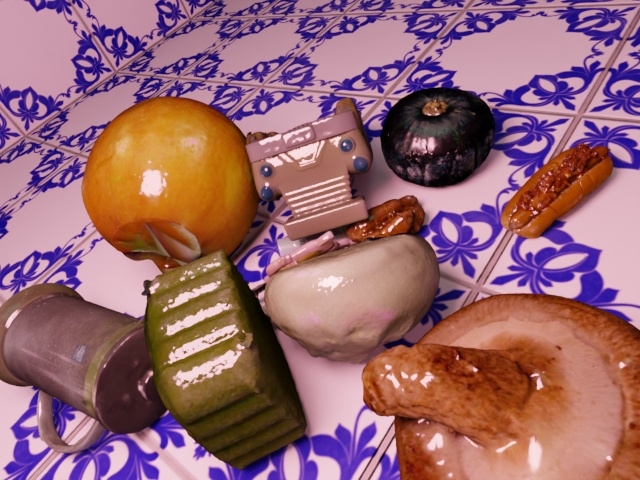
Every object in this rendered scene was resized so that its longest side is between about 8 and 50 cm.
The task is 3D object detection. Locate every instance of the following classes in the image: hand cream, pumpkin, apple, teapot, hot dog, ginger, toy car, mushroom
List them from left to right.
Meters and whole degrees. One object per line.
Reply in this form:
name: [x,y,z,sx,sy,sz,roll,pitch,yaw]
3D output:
teapot: [-0.409,0.231,0.831,0.336,0.200,0.271,9,77,29]
apple: [-0.304,-0.092,0.989,0.384,0.374,0.374,-49,21,45]
hand cream: [0.000,0.000,0.971,0.174,0.047,0.076,-15,42,-3]
toy car: [0.000,-0.156,1.006,0.242,0.227,0.336,-17,10,9]
ginger: [0.137,-0.033,0.911,0.162,0.073,0.103,-31,49,-11]
pumpkin: [0.242,-0.218,0.987,0.232,0.163,0.233,-12,46,13]
mushroom: [0.239,0.210,0.542,0.344,0.239,0.345,-7,67,15]
hot dog: [0.426,-0.102,0.850,0.249,0.076,0.102,-36,40,-11]

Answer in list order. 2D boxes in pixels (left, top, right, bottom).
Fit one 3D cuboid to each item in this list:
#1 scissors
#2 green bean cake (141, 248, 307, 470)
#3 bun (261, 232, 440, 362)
scissors: [-0.091,0.078,0.888,0.317,0.160,0.024,-33,72,15]
green bean cake: [-0.142,0.176,0.705,0.156,0.247,0.250,-25,44,-2]
bun: [0.057,0.098,0.735,0.283,0.179,0.283,-18,1,0]
